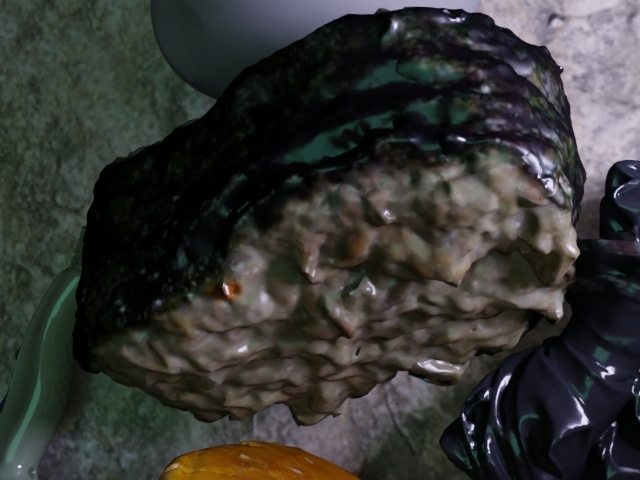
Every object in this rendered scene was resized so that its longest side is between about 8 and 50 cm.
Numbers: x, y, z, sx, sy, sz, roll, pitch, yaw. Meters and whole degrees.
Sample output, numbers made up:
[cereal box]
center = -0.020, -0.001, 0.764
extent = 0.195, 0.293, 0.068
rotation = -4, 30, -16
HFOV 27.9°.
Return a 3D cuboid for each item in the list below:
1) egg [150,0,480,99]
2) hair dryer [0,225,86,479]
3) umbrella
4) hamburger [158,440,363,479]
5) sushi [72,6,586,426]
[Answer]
[egg]
center = -0.005, -0.172, 0.840
extent = 0.232, 0.176, 0.176
rotation = -17, 84, 19
[hair dryer]
center = -0.285, 0.151, 0.988
extent = 0.296, 0.119, 0.298
rotation = -8, 71, 22
[umbrella]
center = 0.173, 0.082, 0.819
extent = 0.122, 0.110, 0.272
rotation = 25, 100, -18
[hamburger]
center = -0.003, 0.263, 0.776
extent = 0.170, 0.290, 0.314
rotation = -45, 78, 16
[sushi]
center = 0.000, 0.000, 0.797
extent = 0.350, 0.211, 0.171
rotation = -22, 57, 28
